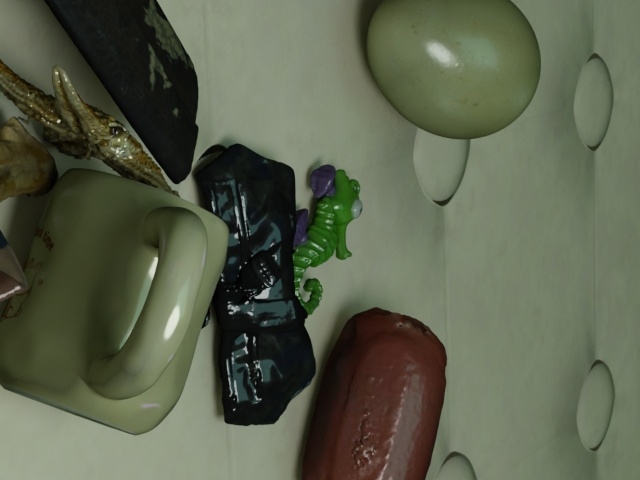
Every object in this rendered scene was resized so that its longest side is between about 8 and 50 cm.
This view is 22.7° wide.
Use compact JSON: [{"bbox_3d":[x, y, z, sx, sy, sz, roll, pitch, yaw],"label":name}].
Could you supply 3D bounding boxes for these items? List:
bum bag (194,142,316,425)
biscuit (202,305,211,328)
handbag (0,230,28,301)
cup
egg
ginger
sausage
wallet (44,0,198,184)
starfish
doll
[{"bbox_3d":[-0.065,0.047,1.713,0.137,0.074,0.310,-19,110,-44],"label":"bum bag"},{"bbox_3d":[-0.146,0.078,1.631,0.087,0.027,0.089,22,75,-55],"label":"biscuit"},{"bbox_3d":[-0.339,0.027,1.094,0.251,0.193,0.190,17,106,-41],"label":"handbag"},{"bbox_3d":[-0.158,0.062,1.388,0.173,0.255,0.202,29,76,-45],"label":"cup"},{"bbox_3d":[0.157,-0.221,1.914,0.253,0.188,0.189,19,78,-46],"label":"egg"},{"bbox_3d":[-0.320,-0.028,1.305,0.333,0.081,0.148,-34,102,-53],"label":"ginger"},{"bbox_3d":[0.064,0.214,1.866,0.152,0.152,0.280,33,67,-54],"label":"sausage"},{"bbox_3d":[-0.181,-0.204,1.404,0.321,0.044,0.170,57,21,-48],"label":"wallet"},{"bbox_3d":[-0.215,-0.096,1.397,0.050,0.138,0.247,-55,147,-13],"label":"starfish"},{"bbox_3d":[0.000,0.000,1.828,0.115,0.050,0.190,54,52,-37],"label":"doll"}]
